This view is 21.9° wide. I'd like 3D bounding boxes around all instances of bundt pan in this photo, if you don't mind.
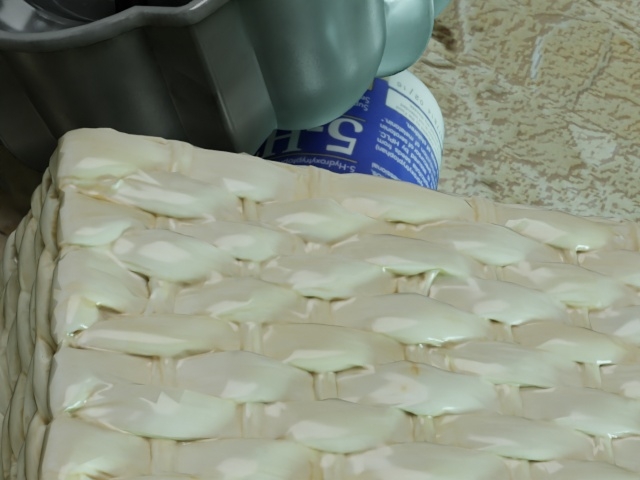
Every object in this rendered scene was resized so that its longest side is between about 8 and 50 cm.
[{"bbox_3d":[-0.071,-0.149,0.859,0.331,0.124,0.331,-10,39,8],"label":"bundt pan"}]

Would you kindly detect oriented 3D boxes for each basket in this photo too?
[{"bbox_3d":[0.008,0.165,0.632,0.331,0.266,0.328,10,52,-17],"label":"basket"}]

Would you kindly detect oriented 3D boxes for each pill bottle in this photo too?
[{"bbox_3d":[0.000,0.000,0.855,0.112,0.112,0.186,20,48,-10],"label":"pill bottle"}]
